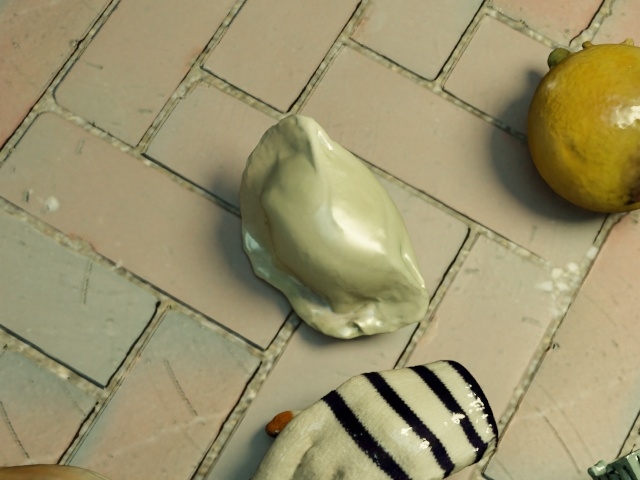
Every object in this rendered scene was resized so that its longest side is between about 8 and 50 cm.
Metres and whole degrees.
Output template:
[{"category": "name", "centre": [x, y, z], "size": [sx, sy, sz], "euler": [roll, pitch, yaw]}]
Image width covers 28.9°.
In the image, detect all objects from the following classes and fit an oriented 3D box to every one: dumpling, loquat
[{"category": "dumpling", "centre": [0.000, 0.000, 1.169], "size": [0.151, 0.124, 0.229], "euler": [-37, 83, 24]}, {"category": "loquat", "centre": [0.282, -0.118, 1.208], "size": [0.172, 0.149, 0.204], "euler": [-21, 59, -9]}]

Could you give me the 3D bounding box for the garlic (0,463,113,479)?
[{"category": "garlic", "centre": [-0.247, 0.319, 1.025], "size": [0.279, 0.132, 0.325], "euler": [-40, 75, -15]}]

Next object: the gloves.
[{"category": "gloves", "centre": [0.035, 0.186, 1.096], "size": [0.218, 0.131, 0.140], "euler": [-20, 70, -20]}]

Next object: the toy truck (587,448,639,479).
[{"category": "toy truck", "centre": [0.331, 0.335, 1.061], "size": [0.184, 0.133, 0.338], "euler": [-34, 79, -27]}]
